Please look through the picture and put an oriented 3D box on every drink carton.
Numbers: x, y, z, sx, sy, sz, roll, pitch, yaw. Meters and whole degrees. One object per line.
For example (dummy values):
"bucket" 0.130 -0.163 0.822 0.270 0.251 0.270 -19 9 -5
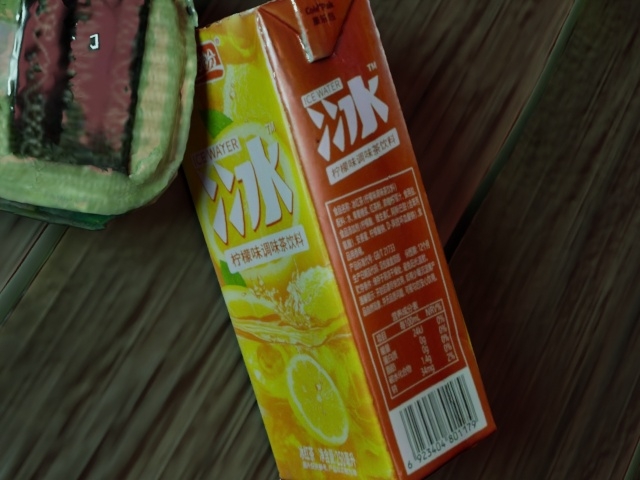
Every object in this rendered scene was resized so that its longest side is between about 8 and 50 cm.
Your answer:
"drink carton" 0.000 0.000 0.598 0.071 0.096 0.223 -24 102 -36

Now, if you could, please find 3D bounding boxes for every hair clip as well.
"hair clip" -0.192 -0.082 0.466 0.321 0.091 0.138 10 81 -47
